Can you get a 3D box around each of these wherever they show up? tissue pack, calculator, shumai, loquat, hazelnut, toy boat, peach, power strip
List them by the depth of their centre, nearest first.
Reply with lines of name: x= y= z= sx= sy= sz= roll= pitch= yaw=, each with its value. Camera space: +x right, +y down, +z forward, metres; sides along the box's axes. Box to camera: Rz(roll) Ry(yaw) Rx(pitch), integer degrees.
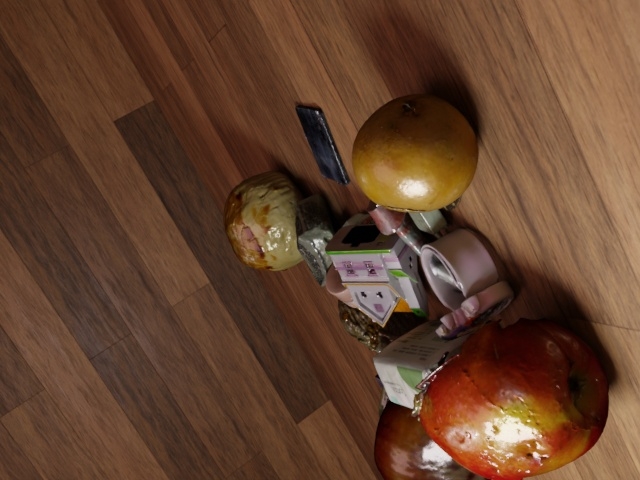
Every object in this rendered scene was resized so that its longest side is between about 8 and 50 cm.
loquat: x=0.197 y=-0.174 z=1.395 sx=0.263 sy=0.263 sz=0.263 roll=48 pitch=160 yaw=24
peach: x=0.413 y=0.361 z=1.502 sx=0.416 sy=0.339 sz=0.354 roll=-17 pitch=68 yaw=47
power strip: x=0.239 y=-0.103 z=1.661 sx=0.288 sy=0.053 sz=0.093 roll=55 pitch=171 yaw=-20
toy boat: x=0.243 y=-0.018 z=1.780 sx=0.282 sy=0.096 sz=0.206 roll=46 pitch=-162 yaw=-10
tissue pack: x=0.344 y=0.355 z=1.882 sx=0.194 sy=0.266 sz=0.356 roll=64 pitch=161 yaw=-5
calculator: x=0.004 y=-0.294 z=2.052 sx=0.161 sy=0.021 sz=0.262 roll=29 pitch=146 yaw=56
hazelnut: x=0.362 y=0.688 z=2.197 sx=0.402 sy=0.402 sz=0.430 roll=30 pitch=135 yaw=54
shumai: x=0.194 y=0.306 z=2.258 sx=0.346 sy=0.217 sz=0.283 roll=42 pitch=156 yaw=30

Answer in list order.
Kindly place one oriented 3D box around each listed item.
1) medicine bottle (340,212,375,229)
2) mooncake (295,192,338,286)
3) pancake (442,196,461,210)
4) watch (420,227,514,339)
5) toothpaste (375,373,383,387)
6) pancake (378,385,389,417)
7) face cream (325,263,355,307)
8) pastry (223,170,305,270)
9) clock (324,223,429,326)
medicine bottle: x=0.127 y=-0.018 z=2.101 sx=0.121 sy=0.083 sz=0.229 roll=50 pitch=160 yaw=6
mooncake: x=-0.005 y=0.003 z=2.259 sx=0.254 sy=0.136 sz=0.250 roll=-98 pitch=-15 yaw=-56
pancake: x=0.275 y=-0.152 z=1.607 sx=0.184 sy=0.020 sz=0.190 roll=60 pitch=160 yaw=-13
watch: x=0.330 y=0.109 z=1.651 sx=0.231 sy=0.196 sz=0.244 roll=57 pitch=166 yaw=21
toothpaste: x=0.326 y=0.567 z=2.580 sx=0.066 sy=0.076 sz=0.320 roll=62 pitch=161 yaw=-16
pancake: x=0.258 y=0.506 z=2.402 sx=0.049 sy=0.295 sz=0.294 roll=13 pitch=148 yaw=11
face cream: x=0.103 y=0.128 z=2.135 sx=0.104 sy=0.149 sz=0.149 roll=36 pitch=175 yaw=-34
pastry: x=-0.198 y=-0.059 z=2.479 sx=0.388 sy=0.312 sz=0.389 roll=50 pitch=160 yaw=25
clock: x=0.183 y=0.109 z=1.965 sx=0.235 sy=0.166 sz=0.310 roll=-2 pitch=123 yaw=36
